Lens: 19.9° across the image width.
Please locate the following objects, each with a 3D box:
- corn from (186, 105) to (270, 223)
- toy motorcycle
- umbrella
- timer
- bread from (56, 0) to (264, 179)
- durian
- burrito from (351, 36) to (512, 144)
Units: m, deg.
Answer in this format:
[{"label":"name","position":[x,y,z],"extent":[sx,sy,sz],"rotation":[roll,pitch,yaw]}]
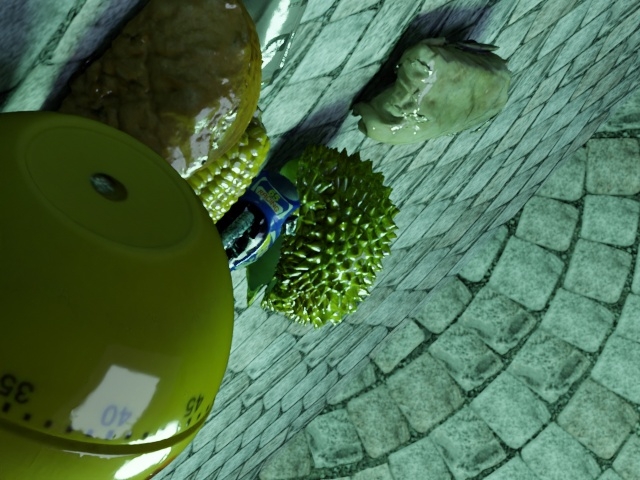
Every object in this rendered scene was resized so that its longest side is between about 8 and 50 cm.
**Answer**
[{"label":"corn","position":[-0.191,-0.015,1.903],"extent":[0.363,0.120,0.120],"rotation":[-47,166,10]},{"label":"toy motorcycle","position":[-0.108,0.003,2.199],"extent":[0.169,0.113,0.315],"rotation":[-45,180,-21]},{"label":"umbrella","position":[-0.038,-0.257,1.722],"extent":[0.067,0.073,0.337],"rotation":[-58,176,-37]},{"label":"timer","position":[-0.262,0.091,1.535],"extent":[0.376,0.376,0.387],"rotation":[-22,149,-57]},{"label":"bread","position":[-0.134,-0.135,1.696],"extent":[0.229,0.139,0.143],"rotation":[-47,174,15]},{"label":"durian","position":[0.002,-0.002,2.319],"extent":[0.237,0.176,0.200],"rotation":[-61,-179,27]},{"label":"burrito","position":[0.165,-0.199,2.428],"extent":[0.175,0.107,0.348],"rotation":[-35,168,22]}]
